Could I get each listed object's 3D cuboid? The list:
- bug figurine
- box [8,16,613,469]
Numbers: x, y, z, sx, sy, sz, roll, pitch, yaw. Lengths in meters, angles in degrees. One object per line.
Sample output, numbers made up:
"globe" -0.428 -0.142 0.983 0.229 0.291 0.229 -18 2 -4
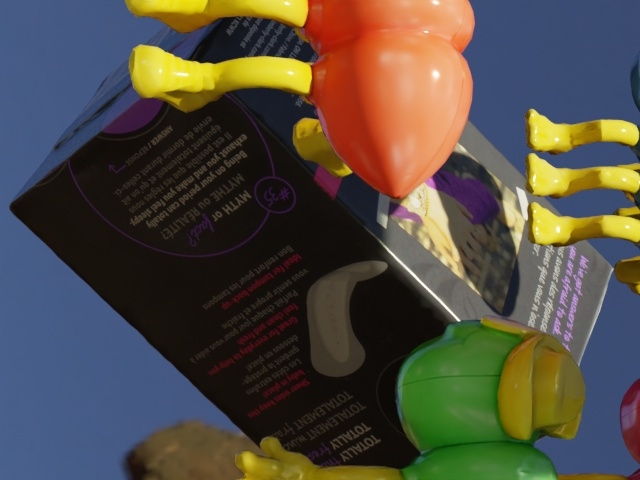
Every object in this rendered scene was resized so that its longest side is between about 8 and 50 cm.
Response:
"bug figurine" 0.062 0.009 0.495 0.072 0.279 0.216 -8 -103 30
"box" 0.000 0.000 1.055 0.270 0.143 0.165 45 -51 -14
